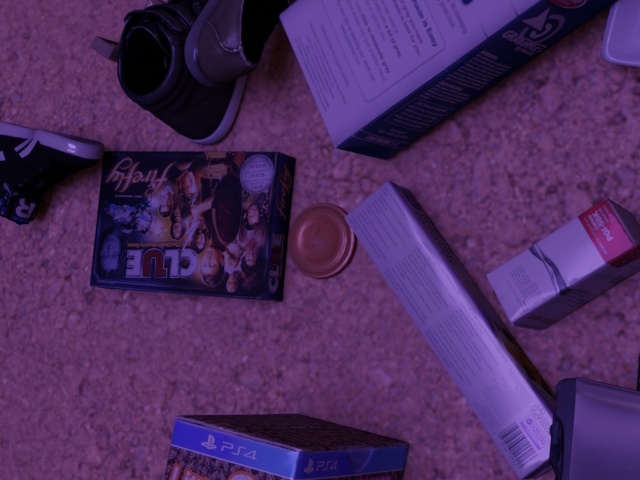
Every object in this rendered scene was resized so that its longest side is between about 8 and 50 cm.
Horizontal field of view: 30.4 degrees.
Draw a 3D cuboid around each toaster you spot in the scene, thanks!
[{"bbox_3d":[0.258,0.226,0.971,0.146,0.129,0.227,5,58,11],"label":"toaster"}]

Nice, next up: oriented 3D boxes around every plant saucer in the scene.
[{"bbox_3d":[0.000,0.000,1.283,0.083,0.013,0.083,-4,80,27],"label":"plant saucer"}]

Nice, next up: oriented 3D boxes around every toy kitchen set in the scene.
[{"bbox_3d":[-0.209,-0.243,1.394,0.068,0.075,0.083,35,104,27],"label":"toy kitchen set"}]

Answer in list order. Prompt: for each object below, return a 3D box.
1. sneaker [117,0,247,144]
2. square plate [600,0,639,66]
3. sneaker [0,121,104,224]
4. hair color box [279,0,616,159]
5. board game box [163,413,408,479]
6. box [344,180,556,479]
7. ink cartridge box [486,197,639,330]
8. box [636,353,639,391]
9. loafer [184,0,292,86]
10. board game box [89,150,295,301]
[{"bbox_3d":[-0.141,-0.265,1.320,0.105,0.147,0.295,9,87,31],"label":"sneaker"},{"bbox_3d":[0.460,-0.301,1.056,0.347,0.049,0.344,14,89,29],"label":"square plate"},{"bbox_3d":[-0.339,-0.074,1.433,0.217,0.079,0.121,14,94,48],"label":"sneaker"},{"bbox_3d":[0.138,-0.244,1.164,0.347,0.105,0.173,-34,67,29],"label":"hair color box"},{"bbox_3d":[-0.048,0.324,1.140,0.141,0.232,0.291,10,87,29],"label":"board game box"},{"bbox_3d":[0.140,0.085,1.167,0.067,0.063,0.324,-41,66,16],"label":"box"},{"bbox_3d":[0.236,0.025,1.103,0.135,0.099,0.056,-35,68,20],"label":"ink cartridge box"},{"bbox_3d":[0.339,0.210,1.058,0.114,0.036,0.207,2,84,29],"label":"box"},{"bbox_3d":[-0.057,-0.275,1.279,0.087,0.094,0.251,8,69,40],"label":"loafer"},{"bbox_3d":[-0.150,-0.019,1.350,0.243,0.042,0.165,2,84,29],"label":"board game box"}]
